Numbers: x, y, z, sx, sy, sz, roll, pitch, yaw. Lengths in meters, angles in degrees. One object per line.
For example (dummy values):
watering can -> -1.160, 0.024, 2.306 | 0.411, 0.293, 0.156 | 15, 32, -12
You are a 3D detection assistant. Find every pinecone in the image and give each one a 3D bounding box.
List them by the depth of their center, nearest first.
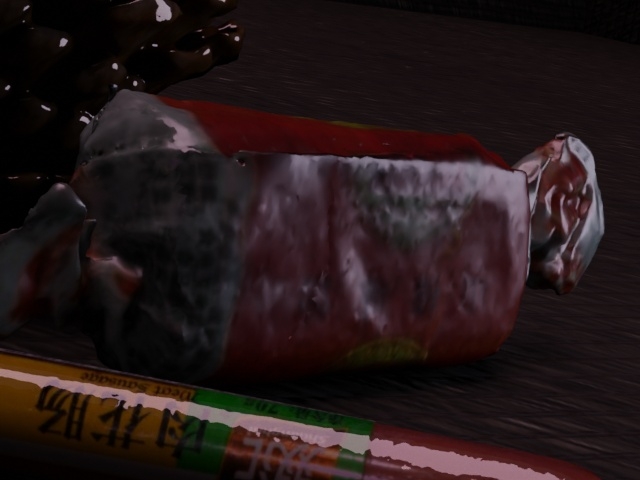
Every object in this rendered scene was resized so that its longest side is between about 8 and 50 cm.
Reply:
pinecone -> -0.114, -0.072, 0.611 | 0.179, 0.195, 0.150 | -11, 39, -30

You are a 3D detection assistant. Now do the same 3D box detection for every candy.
candy -> -0.001, 0.001, 0.562 | 0.059, 0.086, 0.292 | 15, 10, 43

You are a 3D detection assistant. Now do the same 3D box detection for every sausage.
sausage -> -0.034, 0.048, 0.428 | 0.223, 0.029, 0.029 | 10, 10, 7
